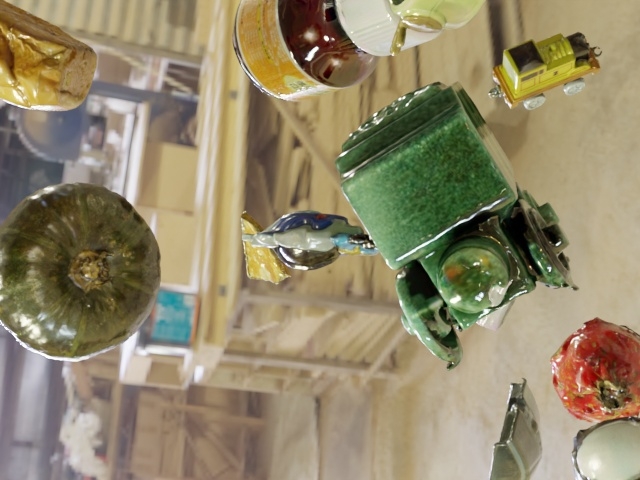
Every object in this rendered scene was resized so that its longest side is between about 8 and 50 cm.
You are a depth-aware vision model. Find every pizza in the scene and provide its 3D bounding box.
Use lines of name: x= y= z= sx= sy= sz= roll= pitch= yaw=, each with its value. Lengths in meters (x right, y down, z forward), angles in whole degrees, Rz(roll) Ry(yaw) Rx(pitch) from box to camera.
pizza: x=-0.090 y=0.022 z=1.469 sx=0.123 sy=0.026 sz=0.108 roll=56 pitch=146 yaw=15

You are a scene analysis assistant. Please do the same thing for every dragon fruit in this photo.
dragon fruit: x=0.392 y=0.183 z=1.338 sx=0.111 sy=0.153 sz=0.153 roll=8 pitch=-89 yaw=-81

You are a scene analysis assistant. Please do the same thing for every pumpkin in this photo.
pumpkin: x=-0.307 y=0.038 z=1.221 sx=0.157 sy=0.224 sz=0.223 roll=-14 pitch=67 yaw=59

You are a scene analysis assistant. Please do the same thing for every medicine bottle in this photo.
medicine bottle: x=0.031 y=-0.382 z=1.663 sx=0.395 sy=0.242 sz=0.242 roll=-10 pitch=71 yaw=56

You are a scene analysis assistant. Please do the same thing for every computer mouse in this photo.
computer mouse: x=0.314 y=0.313 z=1.526 sx=0.231 sy=0.071 sz=0.126 roll=84 pitch=-156 yaw=-46

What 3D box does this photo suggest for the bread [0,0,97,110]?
bread: x=-0.528 y=-0.320 z=1.615 sx=0.167 sy=0.294 sz=0.132 roll=-49 pitch=-18 yaw=-68

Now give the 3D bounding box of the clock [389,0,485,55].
clock: x=0.164 y=-0.377 z=1.258 sx=0.308 sy=0.096 sz=0.235 roll=125 pitch=155 yaw=-55

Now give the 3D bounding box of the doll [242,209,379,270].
doll: x=0.000 y=0.000 z=1.124 sx=0.096 sy=0.195 sz=0.070 roll=17 pitch=-105 yaw=-71

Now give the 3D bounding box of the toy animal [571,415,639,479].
toy animal: x=0.374 y=0.291 z=1.096 sx=0.166 sy=0.138 sz=0.179 roll=-27 pitch=46 yaw=34

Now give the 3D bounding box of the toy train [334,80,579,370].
toy train: x=0.124 y=-0.027 z=0.928 sx=0.238 sy=0.167 sz=0.299 roll=58 pitch=-167 yaw=-3

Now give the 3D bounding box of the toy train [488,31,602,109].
toy train: x=0.406 y=-0.314 z=1.756 sx=0.127 sy=0.219 sz=0.089 roll=66 pitch=-177 yaw=-67

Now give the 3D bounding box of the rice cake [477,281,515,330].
rice cake: x=0.140 y=-0.019 z=1.184 sx=0.298 sy=0.050 sz=0.106 roll=47 pitch=126 yaw=39
